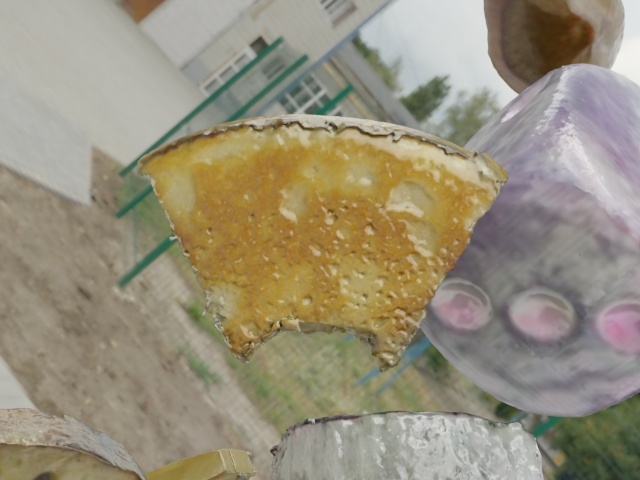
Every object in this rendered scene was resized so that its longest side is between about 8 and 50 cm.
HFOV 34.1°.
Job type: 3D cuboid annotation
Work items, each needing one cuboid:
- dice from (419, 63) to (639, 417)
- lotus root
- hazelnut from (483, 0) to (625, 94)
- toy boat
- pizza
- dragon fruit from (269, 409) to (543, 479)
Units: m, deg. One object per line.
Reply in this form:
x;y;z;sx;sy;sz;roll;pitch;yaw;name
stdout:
0.259;-0.001;1.104;0.270;0.271;0.270;42;39;-6;dice
-0.268;0.218;0.856;0.260;0.170;0.074;-2;28;-27;lotus root
0.313;-0.292;1.406;0.210;0.186;0.210;26;58;-51;hazelnut
-0.186;0.338;1.428;0.077;0.200;0.057;78;-10;-55;toy boat
0.000;0.000;0.929;0.089;0.323;0.223;-55;147;-80;pizza
0.055;0.286;0.886;0.283;0.203;0.221;115;-24;-57;dragon fruit
